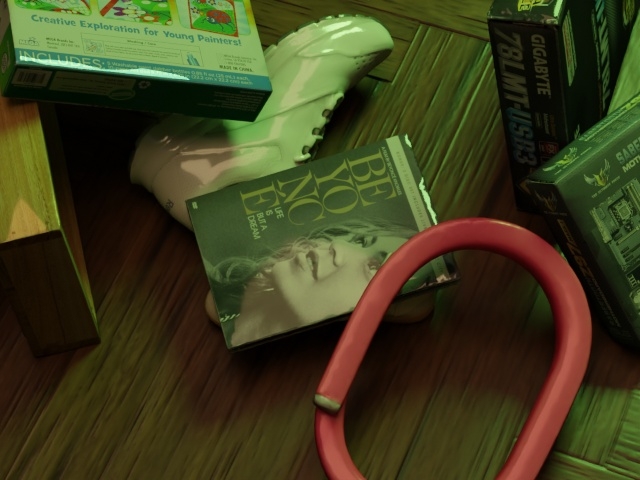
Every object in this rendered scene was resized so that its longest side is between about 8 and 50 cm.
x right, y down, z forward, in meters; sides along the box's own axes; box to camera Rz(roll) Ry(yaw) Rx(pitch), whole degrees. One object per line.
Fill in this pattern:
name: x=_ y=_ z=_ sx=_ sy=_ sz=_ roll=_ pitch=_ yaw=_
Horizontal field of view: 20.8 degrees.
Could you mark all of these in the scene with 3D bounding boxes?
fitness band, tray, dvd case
fitness band: x=0.116 y=0.119 z=1.522 sx=0.209 sy=0.054 sz=0.291 roll=27 pitch=79 yaw=4
tray: x=-0.296 y=-0.116 z=1.672 sx=0.076 sy=0.203 sz=0.411 roll=-13 pitch=58 yaw=-4
dvd case: x=0.000 y=0.000 z=1.609 sx=0.221 sy=0.018 sz=0.164 roll=-17 pitch=61 yaw=-3

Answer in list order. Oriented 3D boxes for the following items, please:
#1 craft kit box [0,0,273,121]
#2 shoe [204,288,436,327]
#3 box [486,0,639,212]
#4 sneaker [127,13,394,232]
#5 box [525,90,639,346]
craft kit box: x=-0.188 y=-0.231 z=1.639 sx=0.250 sy=0.061 sz=0.246 roll=5 pitch=55 yaw=-25
shoe: x=-0.002 y=0.044 z=1.628 sx=0.219 sy=0.058 sz=0.076 roll=-4 pitch=58 yaw=3
box: x=0.235 y=-0.222 z=1.630 sx=0.073 sy=0.295 sz=0.293 roll=8 pitch=58 yaw=18
sneaker: x=-0.042 y=-0.111 z=1.718 sx=0.297 sy=0.111 sz=0.129 roll=-37 pitch=73 yaw=-8
box: x=0.323 y=-0.043 z=1.585 sx=0.233 sy=0.183 sz=0.059 roll=-37 pitch=19 yaw=-16
